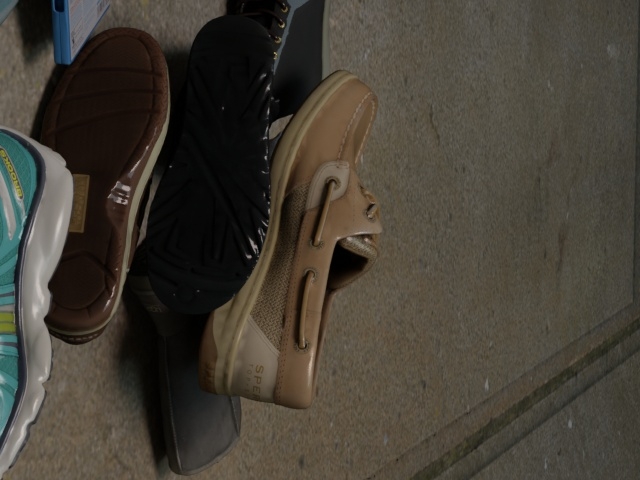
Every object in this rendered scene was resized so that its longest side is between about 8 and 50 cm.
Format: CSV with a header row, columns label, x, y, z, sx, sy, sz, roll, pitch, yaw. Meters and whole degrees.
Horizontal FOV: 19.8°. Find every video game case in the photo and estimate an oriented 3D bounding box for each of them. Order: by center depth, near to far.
label,x,y,z,sx,sy,sz,roll,pitch,yaw
video game case,-0.184,-0.233,1.395,0.119,0.015,0.166,-71,165,-59

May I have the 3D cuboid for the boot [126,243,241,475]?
label,x,y,z,sx,sy,sz,roll,pitch,yaw
boot,-0.096,0.076,1.630,0.189,0.076,0.208,-45,128,-41

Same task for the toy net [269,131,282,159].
label,x,y,z,sx,sy,sz,roll,pitch,yaw
toy net,-0.031,-0.036,1.801,0.232,0.045,0.122,22,75,-63

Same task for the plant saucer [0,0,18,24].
label,x,y,z,sx,sy,sz,roll,pitch,yaw
plant saucer,-0.265,-0.270,1.242,0.317,0.044,0.317,3,90,-65

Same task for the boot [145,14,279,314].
label,x,y,z,sx,sy,sz,roll,pitch,yaw
boot,-0.086,-0.058,1.529,0.207,0.094,0.246,131,-33,-85

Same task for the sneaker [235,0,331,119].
label,x,y,z,sx,sy,sz,roll,pitch,yaw
sneaker,-0.047,-0.210,1.688,0.118,0.083,0.222,-45,132,-52

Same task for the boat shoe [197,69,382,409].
label,x,y,z,sx,sy,sz,roll,pitch,yaw
boat shoe,0.000,0.000,1.594,0.121,0.110,0.341,85,22,-57

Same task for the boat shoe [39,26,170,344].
label,x,y,z,sx,sy,sz,roll,pitch,yaw
boat shoe,-0.177,-0.040,1.438,0.095,0.095,0.257,97,5,-67

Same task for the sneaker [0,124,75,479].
label,x,y,z,sx,sy,sz,roll,pitch,yaw
sneaker,-0.254,0.051,1.278,0.110,0.107,0.275,19,70,-45
